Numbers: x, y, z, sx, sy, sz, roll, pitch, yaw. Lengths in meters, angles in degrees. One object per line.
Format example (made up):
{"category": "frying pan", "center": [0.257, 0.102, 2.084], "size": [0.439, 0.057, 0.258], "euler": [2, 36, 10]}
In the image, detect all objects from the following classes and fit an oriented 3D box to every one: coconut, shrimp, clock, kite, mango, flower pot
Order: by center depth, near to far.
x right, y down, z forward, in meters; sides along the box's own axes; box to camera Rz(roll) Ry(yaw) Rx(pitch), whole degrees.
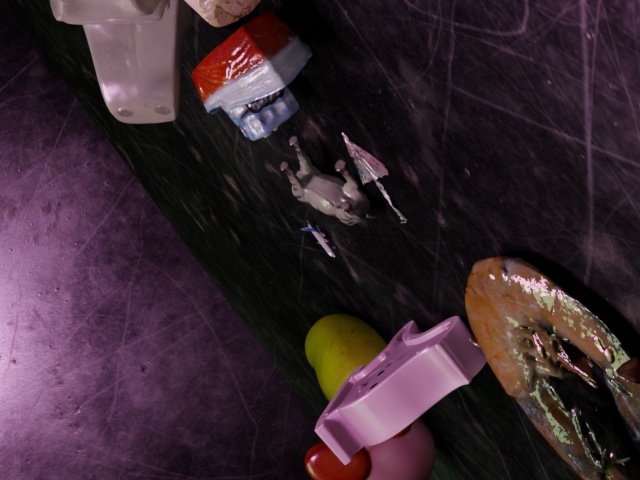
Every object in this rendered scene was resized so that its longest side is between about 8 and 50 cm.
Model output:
{"category": "shrimp", "center": [0.329, 0.199, 1.226], "size": [0.445, 0.085, 0.272], "euler": [56, 160, -7]}
{"category": "coconut", "center": [-0.134, -0.339, 1.285], "size": [0.122, 0.116, 0.116], "euler": [45, 165, 19]}
{"category": "flower pot", "center": [-0.260, -0.345, 1.394], "size": [0.367, 0.164, 0.254], "euler": [80, -172, -65]}
{"category": "kite", "center": [0.075, -0.088, 1.461], "size": [0.157, 0.011, 0.139], "euler": [54, 169, -7]}
{"category": "clock", "center": [0.144, 0.203, 1.641], "size": [0.080, 0.275, 0.290], "euler": [51, -157, -4]}
{"category": "mango", "center": [0.055, 0.239, 2.045], "size": [0.293, 0.143, 0.175], "euler": [-143, 60, -61]}

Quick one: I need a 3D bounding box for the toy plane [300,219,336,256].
{"category": "toy plane", "center": [0.001, -0.002, 1.888], "size": [0.084, 0.024, 0.078], "euler": [41, 163, 17]}

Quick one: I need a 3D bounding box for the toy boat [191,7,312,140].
{"category": "toy boat", "center": [-0.083, -0.207, 1.378], "size": [0.133, 0.145, 0.332], "euler": [54, 172, -8]}

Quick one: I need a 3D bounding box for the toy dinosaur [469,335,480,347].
{"category": "toy dinosaur", "center": [0.256, 0.143, 1.396], "size": [0.162, 0.039, 0.126], "euler": [23, 147, 52]}

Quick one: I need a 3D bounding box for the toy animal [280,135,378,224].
{"category": "toy animal", "center": [0.011, -0.074, 1.574], "size": [0.217, 0.073, 0.176], "euler": [34, 173, 35]}

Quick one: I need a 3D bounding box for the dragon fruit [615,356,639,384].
{"category": "dragon fruit", "center": [0.382, 0.169, 0.924], "size": [0.343, 0.100, 0.282], "euler": [23, 144, 62]}

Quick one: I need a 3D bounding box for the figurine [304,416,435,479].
{"category": "figurine", "center": [0.130, 0.441, 2.159], "size": [0.211, 0.270, 0.261], "euler": [43, 174, 14]}
